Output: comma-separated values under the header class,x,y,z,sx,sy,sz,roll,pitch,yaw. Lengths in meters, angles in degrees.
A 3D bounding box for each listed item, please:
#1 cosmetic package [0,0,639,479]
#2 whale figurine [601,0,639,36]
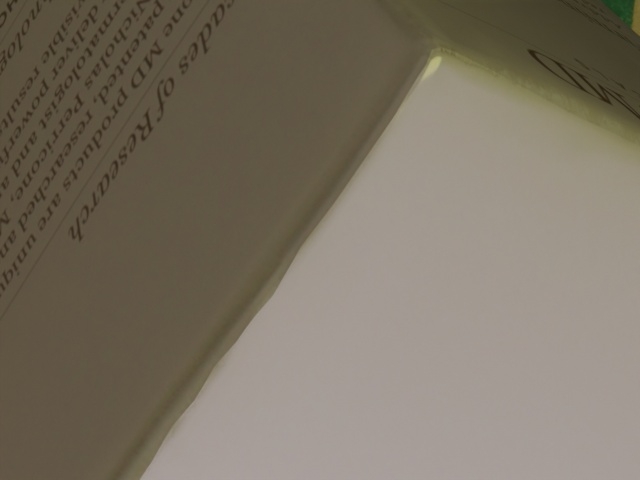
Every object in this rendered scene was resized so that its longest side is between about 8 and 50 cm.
class,x,y,z,sx,sy,sz,roll,pitch,yaw
cosmetic package,0.000,0.000,0.935,0.329,0.393,0.327,22,111,-36
whale figurine,0.149,-0.107,1.164,0.141,0.216,0.272,6,116,-8
